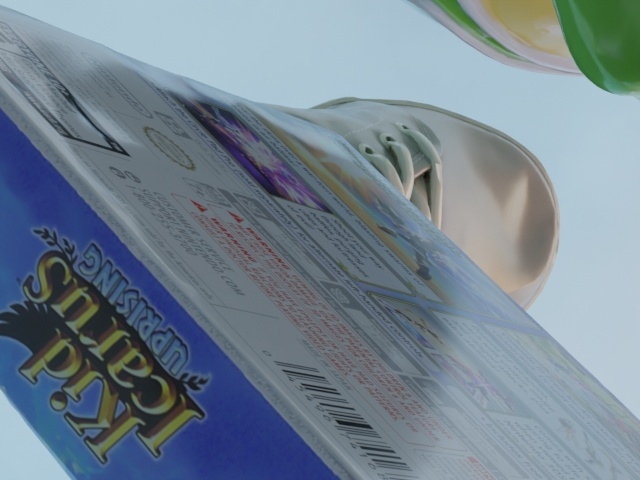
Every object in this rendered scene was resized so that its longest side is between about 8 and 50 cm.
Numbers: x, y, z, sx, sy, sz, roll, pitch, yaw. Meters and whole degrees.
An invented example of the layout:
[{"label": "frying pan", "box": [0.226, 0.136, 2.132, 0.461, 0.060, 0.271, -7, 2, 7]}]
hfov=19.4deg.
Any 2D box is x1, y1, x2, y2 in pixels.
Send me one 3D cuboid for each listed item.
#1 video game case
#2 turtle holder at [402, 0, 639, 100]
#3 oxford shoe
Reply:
[{"label": "video game case", "box": [0.006, 0.042, 0.556, 0.269, 0.061, 0.244, 45, -163, 31]}, {"label": "turtle holder", "box": [0.122, -0.189, 0.828, 0.243, 0.320, 0.227, -44, -65, -9]}, {"label": "oxford shoe", "box": [0.000, 0.000, 0.957, 0.449, 0.130, 0.169, 2, -96, -48]}]
